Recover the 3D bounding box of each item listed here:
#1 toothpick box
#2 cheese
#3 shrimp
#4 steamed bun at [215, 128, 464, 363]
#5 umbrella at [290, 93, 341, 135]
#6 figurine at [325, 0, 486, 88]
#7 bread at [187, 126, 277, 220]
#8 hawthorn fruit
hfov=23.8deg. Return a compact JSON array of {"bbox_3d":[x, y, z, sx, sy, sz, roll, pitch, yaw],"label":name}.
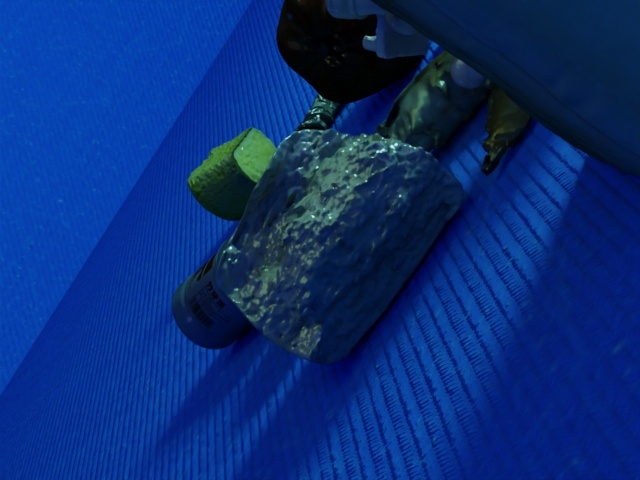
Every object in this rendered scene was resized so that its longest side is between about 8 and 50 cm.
[{"bbox_3d":[-0.102,0.057,1.825,0.153,0.101,0.101,-40,19,45],"label":"toothpick box"},{"bbox_3d":[0.161,-0.165,1.121,0.124,0.265,0.242,-54,13,7],"label":"cheese"},{"bbox_3d":[0.167,-0.149,1.555,0.185,0.068,0.287,-58,23,-4],"label":"shrimp"},{"bbox_3d":[0.000,0.000,1.477,0.225,0.170,0.200,-57,18,-12],"label":"steamed bun"},{"bbox_3d":[0.008,-0.195,2.228,0.050,0.046,0.188,-52,6,42],"label":"umbrella"},{"bbox_3d":[0.139,-0.243,1.484,0.257,0.144,0.182,12,89,46],"label":"figurine"},{"bbox_3d":[-0.124,-0.096,2.285,0.114,0.111,0.129,-37,18,39],"label":"bread"},{"bbox_3d":[0.064,-0.306,2.041,0.248,0.208,0.208,-43,3,-42],"label":"hawthorn fruit"}]
